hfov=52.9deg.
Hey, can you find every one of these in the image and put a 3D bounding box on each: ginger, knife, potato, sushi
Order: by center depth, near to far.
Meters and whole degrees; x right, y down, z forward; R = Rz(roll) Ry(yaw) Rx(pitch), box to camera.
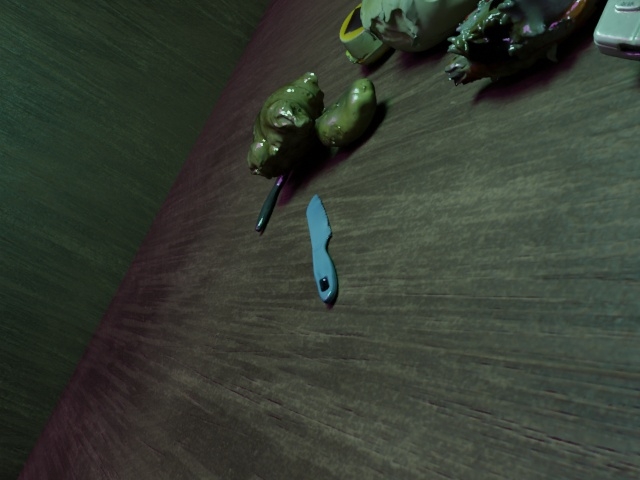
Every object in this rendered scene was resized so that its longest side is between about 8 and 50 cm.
[{"bbox_3d":[0.217,-0.235,0.706,0.226,0.103,0.097,-35,49,50],"label":"sushi"},{"bbox_3d":[0.000,0.000,0.987,0.044,0.019,0.313,-44,25,17],"label":"knife"},{"bbox_3d":[0.049,-0.207,1.070,0.138,0.070,0.091,-35,31,44],"label":"potato"},{"bbox_3d":[-0.065,-0.209,1.187,0.218,0.123,0.270,-59,-2,7],"label":"ginger"},{"bbox_3d":[-0.086,-0.121,1.325,0.035,0.018,0.247,-29,35,56],"label":"knife"}]

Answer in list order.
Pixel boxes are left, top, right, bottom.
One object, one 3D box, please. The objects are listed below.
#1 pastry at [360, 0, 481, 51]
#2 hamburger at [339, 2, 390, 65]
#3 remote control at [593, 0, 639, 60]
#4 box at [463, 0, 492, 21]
[{"bbox_3d":[0.167,-0.411,0.998,0.265,0.133,0.264,-50,25,33],"label":"pastry"},{"bbox_3d":[0.094,-0.385,1.187,0.141,0.081,0.126,-24,41,37],"label":"hamburger"},{"bbox_3d":[0.322,-0.253,0.549,0.090,0.049,0.230,23,82,38],"label":"remote control"},{"bbox_3d":[0.258,-0.292,0.745,0.218,0.055,0.039,-29,35,51],"label":"box"}]
